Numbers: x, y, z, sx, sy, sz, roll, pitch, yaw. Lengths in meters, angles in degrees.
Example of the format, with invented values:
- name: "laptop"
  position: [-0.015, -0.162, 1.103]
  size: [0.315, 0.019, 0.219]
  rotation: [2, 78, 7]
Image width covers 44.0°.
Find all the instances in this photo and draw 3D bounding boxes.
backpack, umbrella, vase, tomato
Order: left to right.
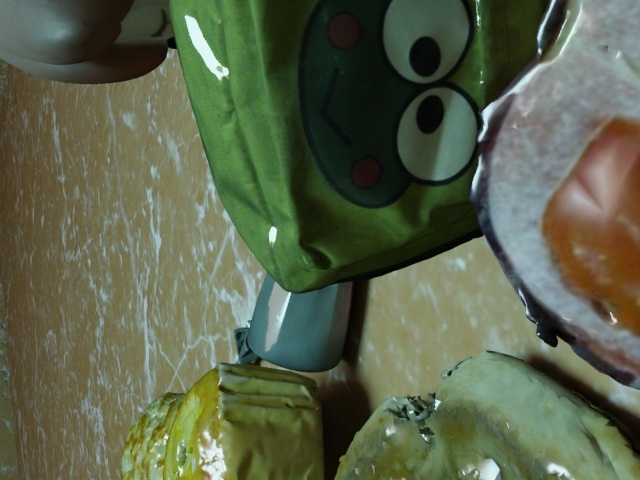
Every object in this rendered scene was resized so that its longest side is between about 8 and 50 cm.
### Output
- name: "umbrella"
  position: [-0.093, 0.138, 0.881]
  size: [0.044, 0.044, 0.269]
  rotation: [-75, 12, -48]
- name: "vase"
  position: [0.000, 0.000, 0.680]
  size: [0.086, 0.086, 0.214]
  rotation: [35, 115, 56]
- name: "backpack"
  position: [0.057, -0.097, 0.404]
  size: [0.140, 0.253, 0.207]
  rotation: [-133, 28, -60]
- name: "tomato"
  position: [0.179, -0.048, 0.311]
  size: [0.199, 0.112, 0.228]
  rotation: [35, 121, 15]

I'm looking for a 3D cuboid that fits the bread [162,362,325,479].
- name: "bread"
  position: [-0.079, 0.210, 0.722]
  size: [0.288, 0.119, 0.153]
  rotation: [124, 146, -63]

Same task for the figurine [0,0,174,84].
- name: "figurine"
  position: [-0.081, -0.207, 0.507]
  size: [0.248, 0.387, 0.277]
  rotation: [65, 144, 40]

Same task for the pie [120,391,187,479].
- name: "pie"
  position: [-0.193, 0.296, 1.011]
  size: [0.179, 0.084, 0.205]
  rotation: [-31, 55, 50]

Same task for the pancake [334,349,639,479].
- name: "pancake"
  position: [0.105, 0.258, 0.491]
  size: [0.382, 0.071, 0.383]
  rotation: [0, 90, 61]

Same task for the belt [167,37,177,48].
- name: "belt"
  position: [-0.097, -0.300, 0.744]
  size: [0.289, 0.184, 0.164]
  rotation: [134, 138, -52]
